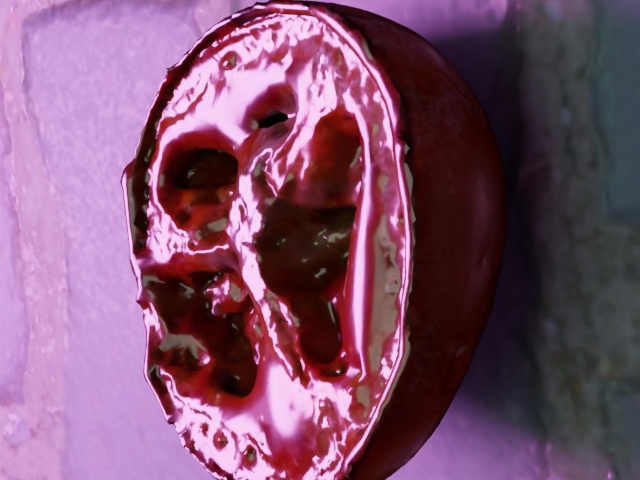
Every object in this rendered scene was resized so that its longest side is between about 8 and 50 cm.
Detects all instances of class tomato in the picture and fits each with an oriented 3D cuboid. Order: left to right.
[{"bbox_3d":[0.003,-0.002,0.629,0.228,0.101,0.228,5,96,49],"label":"tomato"}]
